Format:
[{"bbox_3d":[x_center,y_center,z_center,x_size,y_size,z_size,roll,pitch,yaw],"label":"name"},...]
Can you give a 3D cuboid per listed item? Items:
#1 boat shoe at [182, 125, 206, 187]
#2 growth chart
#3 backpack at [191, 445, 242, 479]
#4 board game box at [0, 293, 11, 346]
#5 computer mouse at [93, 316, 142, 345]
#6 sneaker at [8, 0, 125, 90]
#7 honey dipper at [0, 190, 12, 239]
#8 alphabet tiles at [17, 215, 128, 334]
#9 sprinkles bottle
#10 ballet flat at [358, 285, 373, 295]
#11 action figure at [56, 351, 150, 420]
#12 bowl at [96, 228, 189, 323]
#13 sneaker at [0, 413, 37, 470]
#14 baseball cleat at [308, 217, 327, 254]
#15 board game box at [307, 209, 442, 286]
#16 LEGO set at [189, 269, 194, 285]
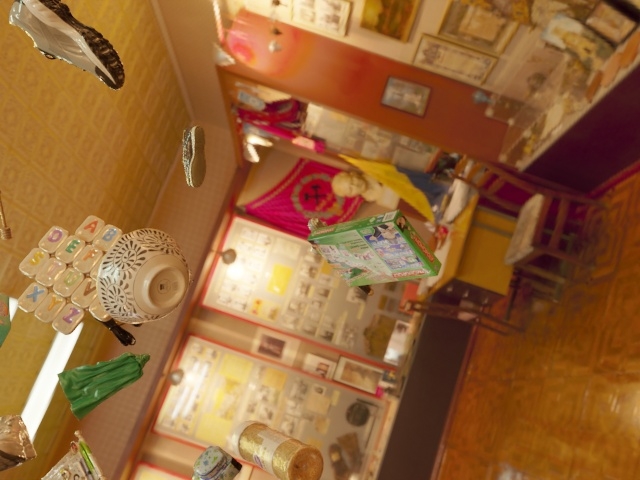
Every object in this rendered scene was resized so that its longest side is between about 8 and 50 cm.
[{"bbox_3d":[-0.470,-0.306,2.322,0.081,0.069,0.227,4,-92,-59],"label":"boat shoe"},{"bbox_3d":[-0.615,0.609,1.549,0.237,0.172,0.021,-49,-22,12],"label":"growth chart"},{"bbox_3d":[-0.281,0.602,1.647,0.114,0.084,0.105,-51,31,-20],"label":"backpack"},{"bbox_3d":[-0.681,0.222,1.243,0.210,0.047,0.160,-60,32,4],"label":"board game box"},{"bbox_3d":[-0.595,0.187,1.937,0.060,0.184,0.262,-27,25,38],"label":"computer mouse"},{"bbox_3d":[-0.537,-0.419,1.349,0.108,0.271,0.100,-43,16,20],"label":"sneaker"},{"bbox_3d":[-0.969,-0.080,1.925,0.030,0.031,0.160,-67,-19,-66],"label":"honey dipper"},{"bbox_3d":[-0.569,0.074,1.489,0.278,0.284,0.021,-56,-20,-23],"label":"alphabet tiles"},{"bbox_3d":[-0.131,0.611,1.819,0.355,0.121,0.121,-5,62,58],"label":"sprinkles bottle"},{"bbox_3d":[0.128,0.122,2.129,0.049,0.173,0.057,-40,18,4],"label":"ballet flat"},{"bbox_3d":[-0.559,0.361,1.672,0.137,0.232,0.063,65,174,-3],"label":"action figure"},{"bbox_3d":[-0.280,0.071,1.064,0.170,0.080,0.170,-17,-65,-42],"label":"bowl"},{"bbox_3d":[-0.778,0.496,1.545,0.297,0.111,0.129,142,113,-68],"label":"sneaker"},{"bbox_3d":[0.000,0.000,1.930,0.206,0.110,0.072,35,-147,-51],"label":"baseball cleat"},{"bbox_3d":[0.142,0.031,1.719,0.317,0.213,0.046,-12,40,44],"label":"board game box"},{"bbox_3d":[-0.502,0.145,2.366,0.023,0.054,0.083,-47,21,40],"label":"LEGO set"}]
